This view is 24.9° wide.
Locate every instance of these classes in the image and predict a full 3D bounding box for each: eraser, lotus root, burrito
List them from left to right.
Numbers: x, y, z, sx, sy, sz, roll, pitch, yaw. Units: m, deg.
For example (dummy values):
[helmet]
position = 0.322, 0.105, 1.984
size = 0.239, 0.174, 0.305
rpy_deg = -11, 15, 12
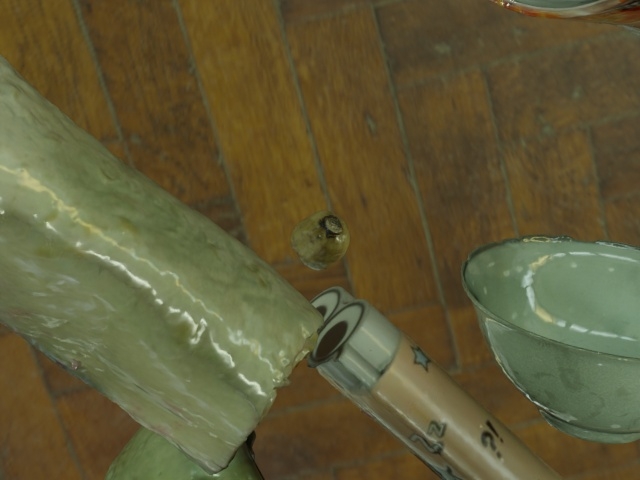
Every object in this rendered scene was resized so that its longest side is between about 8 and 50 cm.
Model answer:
[burrito]
position = -0.111, 0.026, 0.818
size = 0.143, 0.105, 0.299
rpy_deg = -17, 131, 44
[lotus root]
position = 0.000, 0.000, 1.911
size = 0.063, 0.152, 0.072
rpy_deg = -42, 95, -24
[eraser]
position = 0.105, 0.169, 1.387
size = 0.290, 0.171, 0.087
rpy_deg = 43, 83, -19

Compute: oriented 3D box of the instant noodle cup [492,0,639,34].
[instant noodle cup]
position = 0.188, -0.242, 0.894
size = 0.250, 0.192, 0.250
rpy_deg = 9, 105, 36

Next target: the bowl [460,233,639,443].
[bowl]
position = 0.288, 0.116, 1.456
size = 0.314, 0.313, 0.146
rpy_deg = 4, 112, -6

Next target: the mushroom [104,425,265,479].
[mushroom]
position = -0.077, 0.257, 1.115
size = 0.164, 0.189, 0.267
rpy_deg = -26, 95, -1
